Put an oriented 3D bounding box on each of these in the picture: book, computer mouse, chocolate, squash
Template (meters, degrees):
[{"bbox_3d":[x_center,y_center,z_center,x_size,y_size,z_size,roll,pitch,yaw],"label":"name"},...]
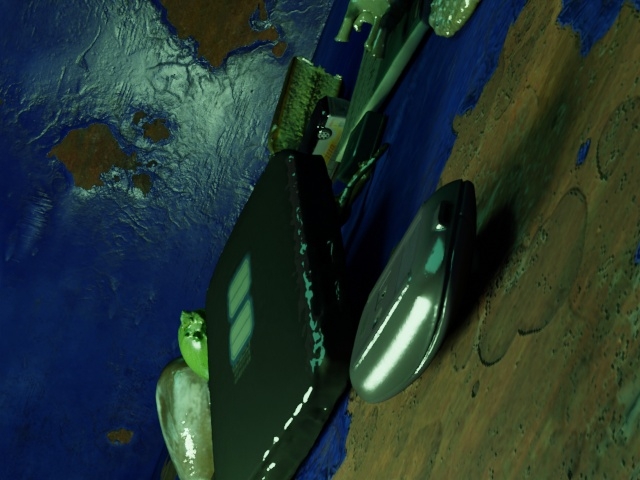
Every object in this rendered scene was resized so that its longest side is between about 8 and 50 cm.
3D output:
[{"bbox_3d":[0.114,-0.311,1.610,0.379,0.031,0.264,122,165,-59],"label":"book"},{"bbox_3d":[0.078,0.047,0.852,0.232,0.057,0.120,116,171,-52],"label":"computer mouse"},{"bbox_3d":[-0.231,0.323,1.826,0.157,0.080,0.254,167,94,-73],"label":"chocolate"},{"bbox_3d":[-0.159,0.180,1.705,0.378,0.101,0.101,70,-145,-69],"label":"squash"}]

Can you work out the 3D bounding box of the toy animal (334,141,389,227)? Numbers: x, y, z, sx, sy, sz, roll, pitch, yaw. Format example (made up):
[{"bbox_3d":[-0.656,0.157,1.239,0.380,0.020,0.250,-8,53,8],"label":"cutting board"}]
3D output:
[{"bbox_3d":[0.005,-0.037,1.447,0.255,0.114,0.116,-53,37,27],"label":"toy animal"}]

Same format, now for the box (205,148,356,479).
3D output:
[{"bbox_3d":[-0.056,0.111,1.290,0.359,0.091,0.350,118,152,-44],"label":"box"}]

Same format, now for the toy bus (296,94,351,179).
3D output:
[{"bbox_3d":[0.010,-0.172,1.826,0.172,0.072,0.057,116,154,-49],"label":"toy bus"}]

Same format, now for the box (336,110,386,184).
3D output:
[{"bbox_3d":[0.058,-0.133,1.551,0.126,0.031,0.091,133,156,-75],"label":"box"}]

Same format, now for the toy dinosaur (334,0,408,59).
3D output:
[{"bbox_3d":[0.083,-0.349,1.515,0.294,0.077,0.162,-99,30,-75],"label":"toy dinosaur"}]

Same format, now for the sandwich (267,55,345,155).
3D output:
[{"bbox_3d":[-0.037,-0.221,2.052,0.128,0.122,0.235,104,-177,-61],"label":"sandwich"}]

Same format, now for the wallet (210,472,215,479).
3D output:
[{"bbox_3d":[-0.117,0.351,1.503,0.229,0.049,0.182,-125,58,-79],"label":"wallet"}]

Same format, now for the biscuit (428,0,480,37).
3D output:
[{"bbox_3d":[0.171,-0.307,1.195,0.250,0.032,0.133,124,163,-57],"label":"biscuit"}]
